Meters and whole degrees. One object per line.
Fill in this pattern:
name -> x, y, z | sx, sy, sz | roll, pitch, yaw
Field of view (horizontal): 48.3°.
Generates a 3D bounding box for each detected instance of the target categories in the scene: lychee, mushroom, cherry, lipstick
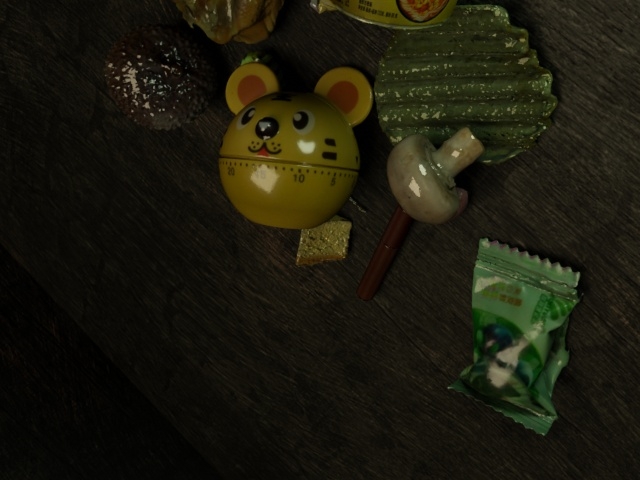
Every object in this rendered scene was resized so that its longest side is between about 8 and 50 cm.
lychee -> -0.425, -0.429, 1.908 | 0.300, 0.300, 0.300 | 23, 131, 29
mushroom -> 0.244, -0.138, 1.519 | 0.206, 0.209, 0.206 | 164, 90, -84
cherry -> 0.274, -0.080, 1.644 | 0.126, 0.106, 0.087 | 8, 118, 38
lipstick -> 0.169, 0.033, 1.857 | 0.057, 0.057, 0.357 | 38, 138, 16

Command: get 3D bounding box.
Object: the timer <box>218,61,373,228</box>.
timer -> -0.073, -0.229, 1.703 | 0.376, 0.376, 0.387 | 12, 98, 37

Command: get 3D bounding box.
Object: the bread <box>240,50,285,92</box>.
bread -> -0.147, -0.415, 1.819 | 0.130, 0.071, 0.139 | -9, 113, 48

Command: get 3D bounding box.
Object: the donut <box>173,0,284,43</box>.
donut -> -0.218, -0.633, 1.663 | 0.360, 0.170, 0.360 | 24, 129, 35

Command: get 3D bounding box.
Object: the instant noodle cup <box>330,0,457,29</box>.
instant noodle cup -> 0.144, -0.546, 1.272 | 0.325, 0.325, 0.254 | 31, 134, 23

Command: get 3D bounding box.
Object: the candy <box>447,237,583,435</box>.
candy -> 0.452, 0.213, 1.654 | 0.262, 0.172, 0.398 | 15, 114, 30

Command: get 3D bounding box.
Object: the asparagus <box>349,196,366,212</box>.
asparagus -> 0.060, -0.124, 1.875 | 0.163, 0.016, 0.016 | 41, 147, 10

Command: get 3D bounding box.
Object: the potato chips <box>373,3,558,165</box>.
potato chips -> 0.279, -0.320, 1.502 | 0.429, 0.070, 0.359 | 6, 124, 41

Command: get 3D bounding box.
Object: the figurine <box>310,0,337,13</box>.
figurine -> 0.053, -0.548, 1.508 | 0.208, 0.128, 0.184 | 40, 140, 7

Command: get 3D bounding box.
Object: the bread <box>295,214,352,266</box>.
bread -> 0.000, 0.000, 1.924 | 0.127, 0.152, 0.147 | 24, 122, 27
